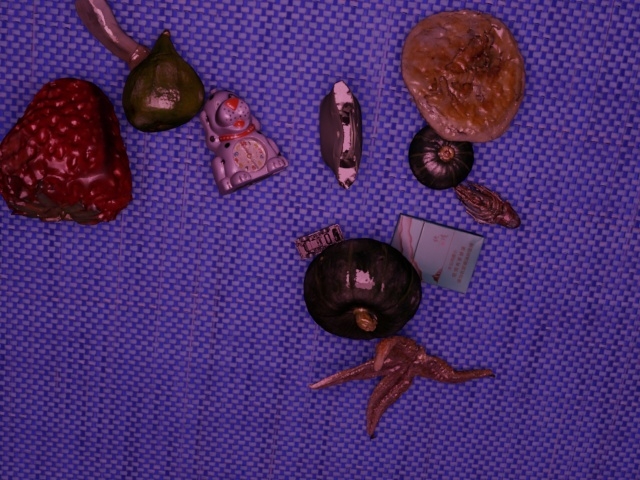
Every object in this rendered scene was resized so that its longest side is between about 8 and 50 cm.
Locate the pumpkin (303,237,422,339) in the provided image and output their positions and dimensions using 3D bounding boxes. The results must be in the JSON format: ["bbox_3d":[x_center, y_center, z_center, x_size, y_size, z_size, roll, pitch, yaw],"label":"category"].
[{"bbox_3d":[0.100,0.132,1.703,0.300,0.207,0.300,5,144,4],"label":"pumpkin"}]

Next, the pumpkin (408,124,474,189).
[{"bbox_3d":[0.299,-0.209,1.689,0.167,0.125,0.167,0,92,5],"label":"pumpkin"}]

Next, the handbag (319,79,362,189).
[{"bbox_3d":[0.044,-0.249,1.588,0.109,0.315,0.241,-3,102,4],"label":"handbag"}]

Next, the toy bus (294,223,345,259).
[{"bbox_3d":[0.000,0.000,1.767,0.123,0.075,0.060,-21,96,5],"label":"toy bus"}]

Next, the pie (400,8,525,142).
[{"bbox_3d":[0.344,-0.395,1.631,0.339,0.077,0.339,2,81,-10],"label":"pie"}]

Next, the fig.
[{"bbox_3d":[-0.387,-0.389,1.633,0.203,0.203,0.235,-12,92,4],"label":"fig"}]

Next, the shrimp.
[{"bbox_3d":[0.408,-0.094,1.741,0.233,0.079,0.090,30,97,0],"label":"shrimp"}]

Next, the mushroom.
[{"bbox_3d":[-0.503,-0.504,1.660,0.092,0.081,0.223,-31,104,28],"label":"mushroom"}]

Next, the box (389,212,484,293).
[{"bbox_3d":[0.295,0.034,1.787,0.229,0.041,0.162,16,103,-2],"label":"box"}]

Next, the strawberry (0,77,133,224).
[{"bbox_3d":[-0.610,-0.219,1.656,0.317,0.295,0.345,-3,70,18],"label":"strawberry"}]

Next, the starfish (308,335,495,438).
[{"bbox_3d":[0.211,0.369,1.803,0.384,0.132,0.398,-39,136,13],"label":"starfish"}]

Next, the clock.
[{"bbox_3d":[-0.208,-0.258,1.675,0.189,0.189,0.254,-21,96,5],"label":"clock"}]
